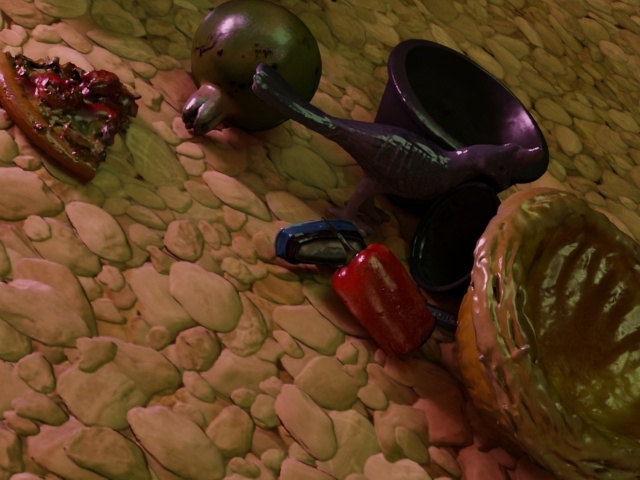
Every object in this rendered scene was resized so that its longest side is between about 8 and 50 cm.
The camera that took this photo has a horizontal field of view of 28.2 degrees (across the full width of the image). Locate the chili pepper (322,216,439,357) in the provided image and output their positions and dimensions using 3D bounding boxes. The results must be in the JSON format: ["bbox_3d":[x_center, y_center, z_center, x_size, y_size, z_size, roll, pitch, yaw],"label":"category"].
[{"bbox_3d":[0.060,0.047,1.520,0.192,0.084,0.086,54,9,-5],"label":"chili pepper"}]

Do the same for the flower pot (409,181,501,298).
[{"bbox_3d":[0.206,0.014,1.661,0.106,0.157,0.157,29,33,-35],"label":"flower pot"}]

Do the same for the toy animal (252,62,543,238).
[{"bbox_3d":[0.077,-0.094,1.618,0.366,0.206,0.081,16,43,-2],"label":"toy animal"}]

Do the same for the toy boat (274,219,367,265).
[{"bbox_3d":[0.000,0.000,1.564,0.137,0.060,0.061,-4,27,-37],"label":"toy boat"}]

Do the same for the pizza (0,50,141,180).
[{"bbox_3d":[-0.289,-0.171,1.506,0.201,0.053,0.193,43,35,8],"label":"pizza"}]

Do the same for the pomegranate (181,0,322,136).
[{"bbox_3d":[-0.098,-0.211,1.645,0.180,0.180,0.210,38,66,1],"label":"pomegranate"}]

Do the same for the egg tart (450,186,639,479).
[{"bbox_3d":[0.288,0.129,1.518,0.387,0.169,0.388,18,61,-37],"label":"egg tart"}]

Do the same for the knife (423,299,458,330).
[{"bbox_3d":[0.183,0.110,1.635,0.210,0.015,0.028,22,43,-20],"label":"knife"}]

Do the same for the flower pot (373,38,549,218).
[{"bbox_3d":[0.166,-0.135,1.773,0.269,0.166,0.269,27,36,-21],"label":"flower pot"}]
